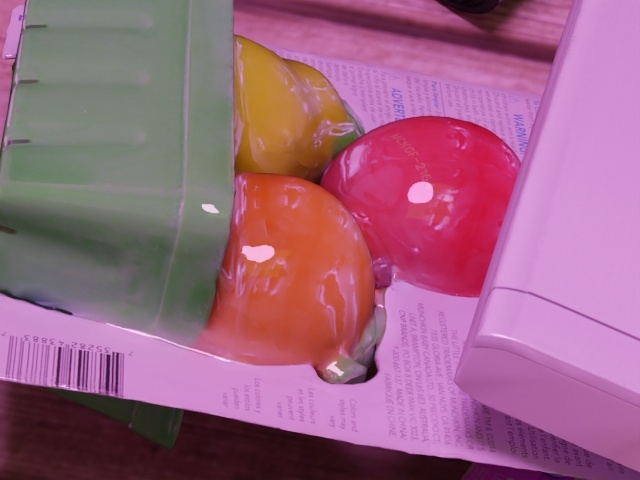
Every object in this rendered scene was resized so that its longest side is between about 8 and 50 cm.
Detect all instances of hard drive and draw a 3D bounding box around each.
[{"bbox_3d":[0.214,-0.009,0.950,0.233,0.047,0.353,23,40,0],"label":"hard drive"}]

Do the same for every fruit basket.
[{"bbox_3d":[0.000,0.000,0.976,0.353,0.165,0.327,14,36,-15],"label":"fruit basket"}]

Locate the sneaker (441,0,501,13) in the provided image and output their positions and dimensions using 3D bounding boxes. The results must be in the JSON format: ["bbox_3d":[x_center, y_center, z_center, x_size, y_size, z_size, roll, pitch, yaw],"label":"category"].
[{"bbox_3d":[0.056,-0.294,1.172,0.295,0.124,0.178,43,71,9],"label":"sneaker"}]

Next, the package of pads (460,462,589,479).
[{"bbox_3d":[0.126,0.214,0.837,0.229,0.101,0.296,17,41,26],"label":"package of pads"}]
